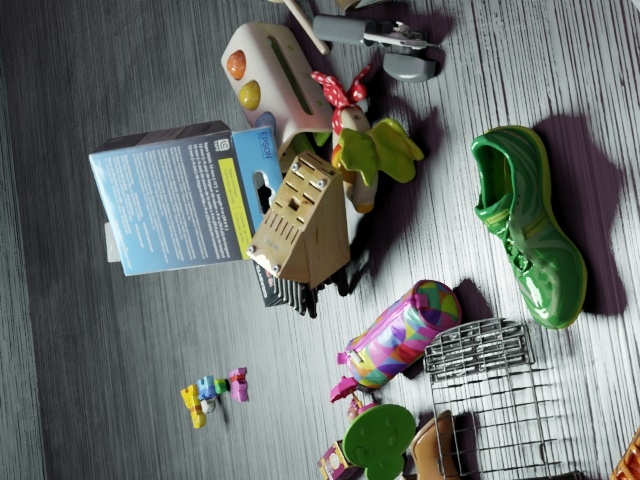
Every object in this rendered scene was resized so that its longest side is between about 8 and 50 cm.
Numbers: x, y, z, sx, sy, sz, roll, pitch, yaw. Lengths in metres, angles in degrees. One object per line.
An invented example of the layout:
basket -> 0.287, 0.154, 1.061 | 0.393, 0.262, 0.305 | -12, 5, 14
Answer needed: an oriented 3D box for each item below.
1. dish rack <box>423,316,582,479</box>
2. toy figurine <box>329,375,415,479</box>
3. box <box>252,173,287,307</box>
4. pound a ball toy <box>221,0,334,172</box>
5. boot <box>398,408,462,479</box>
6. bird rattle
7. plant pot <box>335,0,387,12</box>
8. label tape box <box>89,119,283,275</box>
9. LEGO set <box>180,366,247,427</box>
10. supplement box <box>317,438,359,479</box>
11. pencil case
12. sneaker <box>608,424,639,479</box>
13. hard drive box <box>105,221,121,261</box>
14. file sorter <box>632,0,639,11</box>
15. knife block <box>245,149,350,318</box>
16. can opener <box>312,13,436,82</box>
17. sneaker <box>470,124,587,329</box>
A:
dish rack -> 0.250, 0.252, 1.375 | 0.208, 0.074, 0.271 | -20, 72, 42
toy figurine -> 0.077, 0.307, 1.645 | 0.159, 0.130, 0.173 | -126, 20, -56
box -> -0.076, -0.002, 1.858 | 0.175, 0.051, 0.220 | -37, 64, 50
pound a ball toy -> -0.081, -0.312, 1.767 | 0.208, 0.136, 0.319 | -53, 52, 43
boot -> 0.206, 0.376, 1.485 | 0.152, 0.073, 0.197 | 38, 122, 38
bird rattle -> 0.050, -0.163, 1.608 | 0.207, 0.143, 0.253 | 96, 150, -42
plant pot -> 0.049, -0.495, 1.533 | 0.215, 0.215, 0.230 | -18, 93, 54
label tape box -> -0.224, -0.085, 1.782 | 0.115, 0.348, 0.249 | -72, -28, -67
LEGO set -> -0.244, 0.358, 2.100 | 0.227, 0.087, 0.093 | -35, 64, 52
supplement box -> 0.037, 0.404, 1.738 | 0.055, 0.043, 0.083 | 61, 139, 29
pencil case -> 0.126, 0.155, 1.536 | 0.236, 0.104, 0.104 | -47, 56, 43
sneaker -> 0.372, 0.312, 1.130 | 0.124, 0.180, 0.321 | 37, 122, 48
hard drive box -> -0.318, -0.012, 2.046 | 0.181, 0.232, 0.089 | -11, 84, 56
file sorter -> 0.442, -0.372, 0.979 | 0.277, 0.173, 0.193 | -53, 50, 42
knife block -> 0.000, 0.000, 1.647 | 0.088, 0.242, 0.275 | 36, 105, 33
can opener -> 0.082, -0.328, 1.584 | 0.280, 0.074, 0.093 | 31, 118, 50
sneaker -> 0.268, -0.015, 1.301 | 0.109, 0.123, 0.295 | -34, 66, 50
